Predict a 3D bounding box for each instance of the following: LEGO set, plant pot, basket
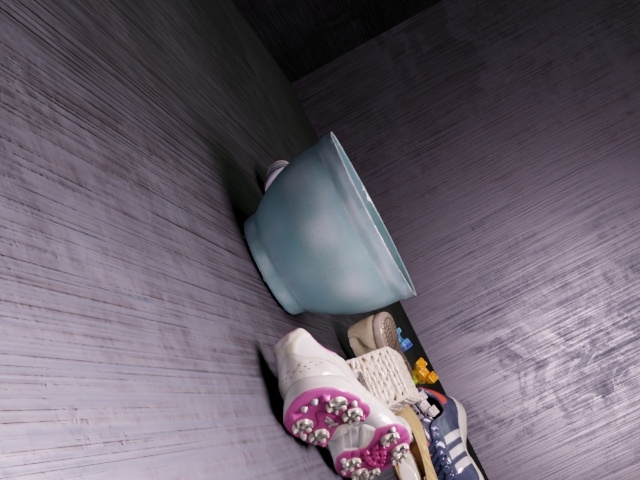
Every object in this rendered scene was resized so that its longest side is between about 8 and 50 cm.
[{"bbox_3d":[0.171,0.280,1.882,0.087,0.093,0.227,-32,80,-39],"label":"LEGO set"},{"bbox_3d":[0.000,0.000,1.402,0.293,0.196,0.293,62,7,-13],"label":"plant pot"},{"bbox_3d":[0.108,0.260,1.587,0.113,0.103,0.167,65,7,17],"label":"basket"}]

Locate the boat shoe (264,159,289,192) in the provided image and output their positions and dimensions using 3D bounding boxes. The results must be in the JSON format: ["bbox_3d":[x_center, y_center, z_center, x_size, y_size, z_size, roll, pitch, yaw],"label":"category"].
[{"bbox_3d":[0.000,-0.021,1.852,0.367,0.135,0.156,49,8,-21],"label":"boat shoe"}]

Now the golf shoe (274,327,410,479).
[{"bbox_3d":[0.031,0.218,1.160,0.306,0.115,0.140,56,6,-51],"label":"golf shoe"}]

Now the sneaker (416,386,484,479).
[{"bbox_3d":[0.246,0.461,1.864,0.148,0.131,0.350,34,27,-28],"label":"sneaker"}]

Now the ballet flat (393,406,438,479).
[{"bbox_3d":[0.161,0.389,1.617,0.073,0.080,0.232,30,28,-49],"label":"ballet flat"}]

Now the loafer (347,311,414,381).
[{"bbox_3d":[0.121,0.256,1.755,0.102,0.092,0.269,-55,137,-53],"label":"loafer"}]
